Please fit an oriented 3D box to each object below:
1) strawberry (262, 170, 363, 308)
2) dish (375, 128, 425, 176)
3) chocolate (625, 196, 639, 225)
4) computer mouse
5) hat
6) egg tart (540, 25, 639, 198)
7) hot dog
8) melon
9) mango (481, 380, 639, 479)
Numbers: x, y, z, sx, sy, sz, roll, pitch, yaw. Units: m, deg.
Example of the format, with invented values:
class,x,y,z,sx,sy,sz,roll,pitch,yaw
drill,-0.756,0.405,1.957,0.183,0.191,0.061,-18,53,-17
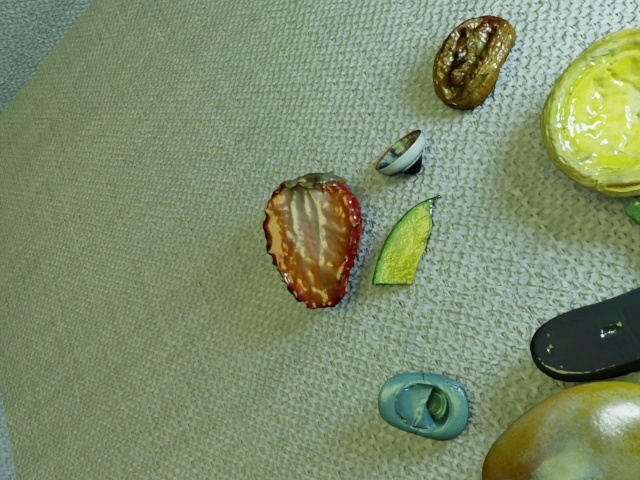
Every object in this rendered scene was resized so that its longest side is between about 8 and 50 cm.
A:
class,x,y,z,sx,sy,sz,roll,pitch,yaw
strawberry,0.000,0.000,1.432,0.265,0.149,0.336,-11,83,24
dish,0.208,-0.189,1.371,0.141,0.078,0.141,-39,16,14
chocolate,0.676,0.007,1.000,0.291,0.110,0.110,43,103,35
computer mouse,0.526,0.183,1.060,0.269,0.086,0.138,-22,57,14
hat,0.223,0.349,1.235,0.190,0.078,0.138,8,92,16
egg tart,0.604,-0.233,1.080,0.345,0.132,0.346,-9,74,33
hot dog,0.352,-0.413,1.316,0.160,0.099,0.227,24,90,34
melon,0.206,0.005,1.341,0.114,0.053,0.262,30,96,27
mango,0.456,0.379,1.002,0.383,0.199,0.222,-32,55,10
